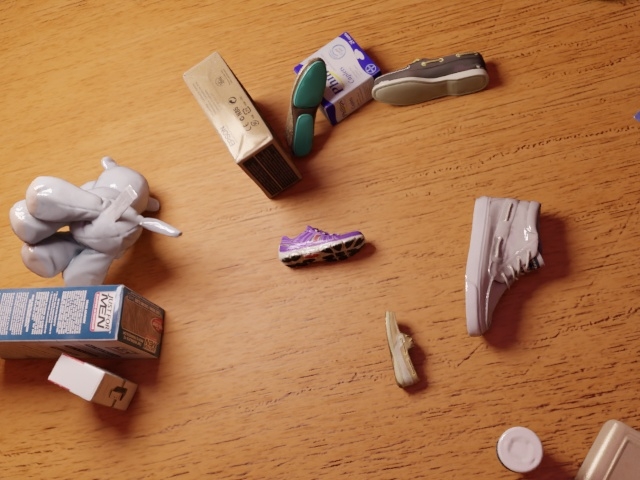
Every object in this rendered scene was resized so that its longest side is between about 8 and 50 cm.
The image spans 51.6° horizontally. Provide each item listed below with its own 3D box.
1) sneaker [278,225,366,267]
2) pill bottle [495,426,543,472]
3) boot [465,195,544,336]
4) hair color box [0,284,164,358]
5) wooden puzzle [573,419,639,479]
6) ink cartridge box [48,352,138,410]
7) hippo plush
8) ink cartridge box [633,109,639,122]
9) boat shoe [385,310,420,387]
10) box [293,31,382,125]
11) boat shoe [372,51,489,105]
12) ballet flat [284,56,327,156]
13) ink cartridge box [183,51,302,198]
[{"bbox_3d":[0.000,0.000,1.250,0.169,0.068,0.071,-9,64,11],"label":"sneaker"},{"bbox_3d":[0.309,0.328,1.033,0.067,0.120,0.067,-4,71,12],"label":"pill bottle"},{"bbox_3d":[0.321,0.042,1.141,0.123,0.095,0.259,3,71,21],"label":"boot"},{"bbox_3d":[-0.494,0.159,1.251,0.346,0.174,0.105,-2,70,12],"label":"hair color box"},{"bbox_3d":[0.500,0.427,1.002,0.238,0.044,0.221,28,80,25],"label":"wooden puzzle"},{"bbox_3d":[-0.415,0.262,1.219,0.099,0.135,0.056,19,74,18],"label":"ink cartridge box"},{"bbox_3d":[-0.433,-0.073,1.269,0.294,0.234,0.237,-33,30,20],"label":"hippo plush"},{"bbox_3d":[0.777,-0.245,1.150,0.307,0.072,0.303,-44,69,-7],"label":"ink cartridge box"},{"bbox_3d":[0.143,0.188,1.162,0.045,0.050,0.136,-12,79,5],"label":"boat shoe"},{"bbox_3d":[0.039,-0.330,1.349,0.137,0.072,0.126,-36,67,0],"label":"box"},{"bbox_3d":[0.212,-0.322,1.305,0.227,0.081,0.069,-7,67,3],"label":"boat shoe"},{"bbox_3d":[-0.038,-0.266,1.296,0.073,0.206,0.067,-3,35,-28],"label":"ballet flat"},{"bbox_3d":[-0.148,-0.219,1.288,0.088,0.193,0.235,-34,67,2],"label":"ink cartridge box"}]
